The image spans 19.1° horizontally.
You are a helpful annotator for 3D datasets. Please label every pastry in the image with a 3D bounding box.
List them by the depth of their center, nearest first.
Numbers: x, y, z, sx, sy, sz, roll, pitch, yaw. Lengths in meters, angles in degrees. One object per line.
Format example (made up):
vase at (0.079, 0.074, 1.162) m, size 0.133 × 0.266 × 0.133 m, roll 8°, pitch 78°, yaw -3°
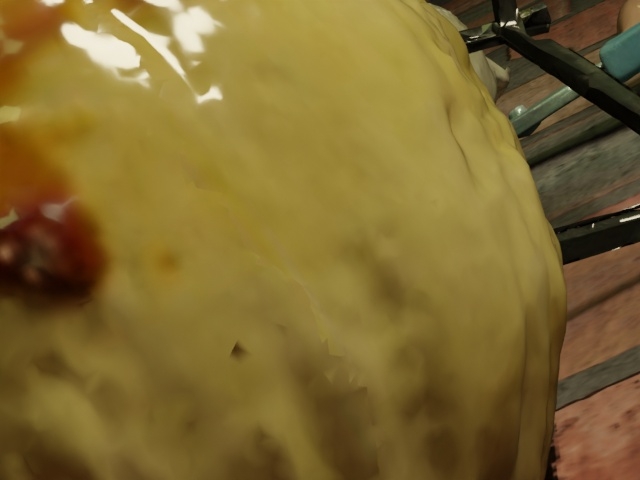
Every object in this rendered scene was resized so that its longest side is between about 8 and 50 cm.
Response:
pastry at (-0.114, 0.025, 0.662) m, size 0.388 × 0.312 × 0.388 m, roll -22°, pitch 7°, yaw 3°

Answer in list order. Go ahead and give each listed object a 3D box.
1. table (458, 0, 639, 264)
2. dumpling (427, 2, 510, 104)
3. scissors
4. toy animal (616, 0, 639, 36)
table at (0.045, -0.136, 0.996) m, size 0.272 × 0.222 × 0.335 m, roll -17°, pitch 25°, yaw -11°
dumpling at (0.064, -0.111, 1.564) m, size 0.166 × 0.126 × 0.216 m, roll -41°, pitch 7°, yaw 21°
scissors at (0.174, -0.104, 1.316) m, size 0.447 × 0.029 × 0.192 m, roll -33°, pitch 1°, yaw 18°
toy animal at (0.275, -0.174, 1.411) m, size 0.150 × 0.089 × 0.083 m, roll -39°, pitch 15°, yaw -15°
